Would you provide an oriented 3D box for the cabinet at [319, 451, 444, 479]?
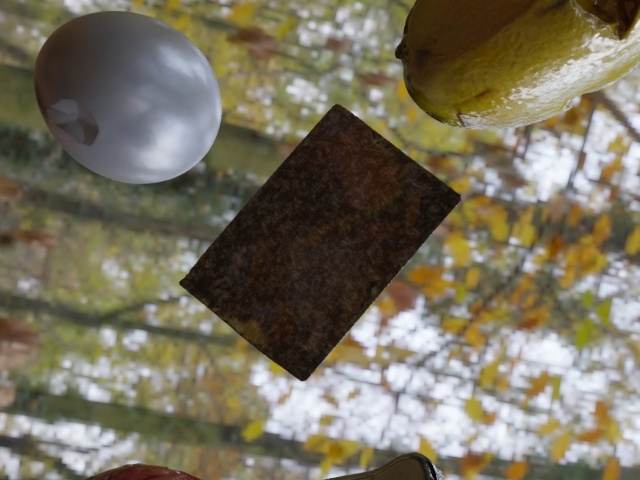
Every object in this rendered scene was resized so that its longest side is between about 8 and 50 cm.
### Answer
[{"bbox_3d":[0.029,0.372,1.494,0.290,0.318,0.227,-18,-113,11],"label":"cabinet"}]

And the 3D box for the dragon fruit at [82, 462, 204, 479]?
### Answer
[{"bbox_3d":[-0.123,0.241,0.933,0.148,0.218,0.224,41,48,-72],"label":"dragon fruit"}]

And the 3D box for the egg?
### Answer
[{"bbox_3d":[-0.205,-0.153,1.668,0.176,0.232,0.176,-7,-107,25],"label":"egg"}]

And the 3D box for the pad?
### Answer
[{"bbox_3d":[0.000,0.000,1.480,0.235,0.158,0.003,-49,165,-10],"label":"pad"}]

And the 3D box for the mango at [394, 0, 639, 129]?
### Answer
[{"bbox_3d":[0.182,-0.171,1.246,0.262,0.167,0.130,-24,-114,41],"label":"mango"}]
